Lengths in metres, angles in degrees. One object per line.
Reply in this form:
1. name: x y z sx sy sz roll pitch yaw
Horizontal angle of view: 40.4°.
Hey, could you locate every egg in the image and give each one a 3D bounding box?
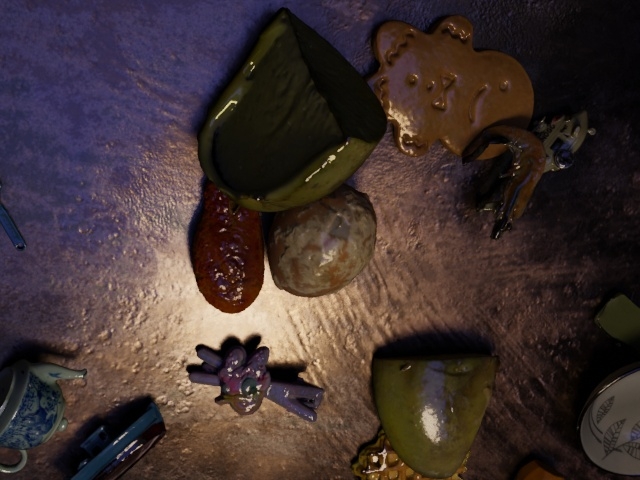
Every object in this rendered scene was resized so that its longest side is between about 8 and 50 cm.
1. egg: 0.000 0.000 1.576 0.195 0.195 0.233 38 110 -20

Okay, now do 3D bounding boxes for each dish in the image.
1. dish: 0.693 0.358 1.873 0.316 0.106 0.316 -2 119 -3

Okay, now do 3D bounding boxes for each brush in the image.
1. brush: -0.559 -0.053 1.513 0.051 0.014 0.164 -26 110 -5

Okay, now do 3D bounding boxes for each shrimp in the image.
1. shrimp: 0.333 -0.112 1.640 0.152 0.046 0.219 19 95 0

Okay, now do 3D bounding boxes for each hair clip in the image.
1. hair clip: -0.108 0.274 1.675 0.278 0.090 0.137 20 90 -18

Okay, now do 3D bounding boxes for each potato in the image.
1. potato: 0.247 0.358 1.740 0.269 0.112 0.255 -1 88 -12
2. potato: -0.045 -0.173 1.511 0.280 0.330 0.213 -39 144 21

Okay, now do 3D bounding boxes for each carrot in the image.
1. carrot: 0.429 0.624 1.894 0.114 0.114 0.302 23 99 -19

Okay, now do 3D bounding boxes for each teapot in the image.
1. teapot: -0.520 0.310 1.555 0.159 0.159 0.232 33 91 -20

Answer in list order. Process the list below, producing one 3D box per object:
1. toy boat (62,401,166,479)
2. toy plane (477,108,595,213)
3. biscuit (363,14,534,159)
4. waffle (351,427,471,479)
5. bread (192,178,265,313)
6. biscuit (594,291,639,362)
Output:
1. toy boat: -0.391 0.390 1.642 0.223 0.100 0.097 -42 75 -6
2. toy plane: 0.420 -0.150 1.699 0.108 0.092 0.286 39 93 1
3. biscuit: 0.242 -0.277 1.634 0.355 0.052 0.275 20 99 -17
4. waffle: 0.200 0.478 1.830 0.243 0.059 0.238 39 89 -22
5. bread: -0.161 0.002 1.587 0.139 0.095 0.269 5 100 -23
6. biscuit: 0.712 0.231 1.895 0.322 0.038 0.099 40 93 -20
